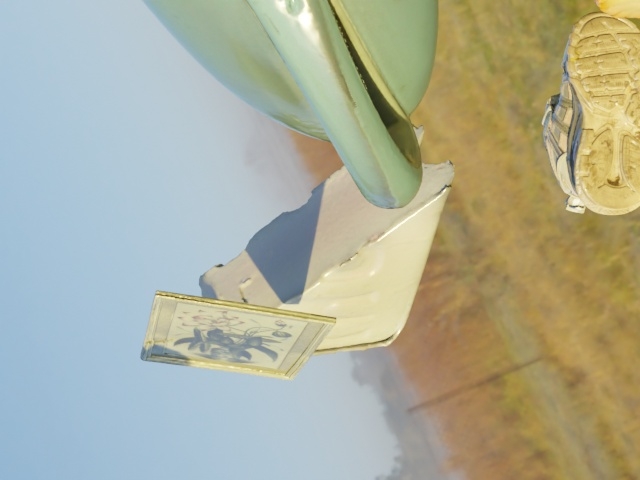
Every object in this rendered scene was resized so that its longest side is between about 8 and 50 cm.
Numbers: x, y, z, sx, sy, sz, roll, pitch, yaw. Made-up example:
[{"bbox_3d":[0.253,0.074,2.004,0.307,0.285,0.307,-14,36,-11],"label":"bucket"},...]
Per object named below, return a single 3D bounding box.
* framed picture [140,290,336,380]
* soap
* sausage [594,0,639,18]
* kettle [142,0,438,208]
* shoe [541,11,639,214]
[{"bbox_3d":[-0.090,0.099,1.123,0.231,0.173,0.010,118,159,-67],"label":"framed picture"},{"bbox_3d":[0.000,0.000,1.426,0.159,0.257,0.302,-114,29,-47],"label":"soap"},{"bbox_3d":[0.251,-0.346,0.867,0.287,0.233,0.233,62,-177,10],"label":"sausage"},{"bbox_3d":[-0.003,-0.186,0.953,0.342,0.247,0.320,55,-163,-50],"label":"kettle"},{"bbox_3d":[0.248,-0.108,1.006,0.092,0.089,0.180,151,119,-78],"label":"shoe"}]
